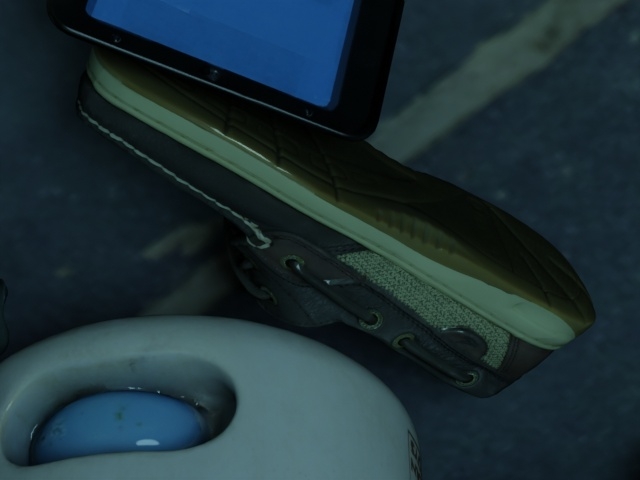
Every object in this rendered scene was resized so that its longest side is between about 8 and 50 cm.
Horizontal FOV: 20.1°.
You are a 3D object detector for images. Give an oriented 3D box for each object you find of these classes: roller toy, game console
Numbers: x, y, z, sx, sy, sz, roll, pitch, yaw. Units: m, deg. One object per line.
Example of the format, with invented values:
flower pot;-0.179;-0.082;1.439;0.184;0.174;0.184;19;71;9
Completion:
roller toy;-0.051;0.123;0.705;0.209;0.146;0.191;20;141;-25
game console;-0.017;-0.110;0.615;0.122;0.071;0.107;20;120;-15

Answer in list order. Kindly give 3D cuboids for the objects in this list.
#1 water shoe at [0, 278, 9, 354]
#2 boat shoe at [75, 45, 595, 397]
water shoe;-0.197;0.083;0.732;0.080;0.073;0.203;26;121;-26
boat shoe;0.000;0.000;0.682;0.224;0.080;0.073;26;113;-23
